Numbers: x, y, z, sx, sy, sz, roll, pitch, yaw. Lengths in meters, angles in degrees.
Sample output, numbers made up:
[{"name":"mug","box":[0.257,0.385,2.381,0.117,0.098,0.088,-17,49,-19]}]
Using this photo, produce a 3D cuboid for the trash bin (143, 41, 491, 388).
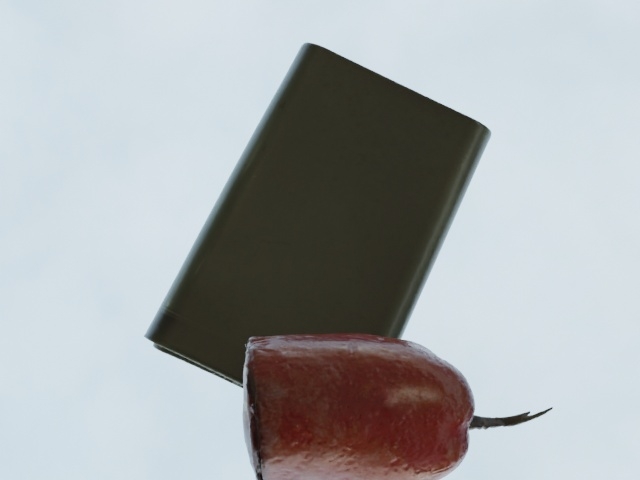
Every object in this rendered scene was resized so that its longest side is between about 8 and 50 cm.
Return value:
[{"name":"trash bin","box":[0.000,0.000,1.056,0.164,0.122,0.240,25,-95,2]}]

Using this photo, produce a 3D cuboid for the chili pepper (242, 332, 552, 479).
[{"name":"chili pepper","box":[0.044,0.098,0.822,0.192,0.086,0.084,2,-145,-18]}]
